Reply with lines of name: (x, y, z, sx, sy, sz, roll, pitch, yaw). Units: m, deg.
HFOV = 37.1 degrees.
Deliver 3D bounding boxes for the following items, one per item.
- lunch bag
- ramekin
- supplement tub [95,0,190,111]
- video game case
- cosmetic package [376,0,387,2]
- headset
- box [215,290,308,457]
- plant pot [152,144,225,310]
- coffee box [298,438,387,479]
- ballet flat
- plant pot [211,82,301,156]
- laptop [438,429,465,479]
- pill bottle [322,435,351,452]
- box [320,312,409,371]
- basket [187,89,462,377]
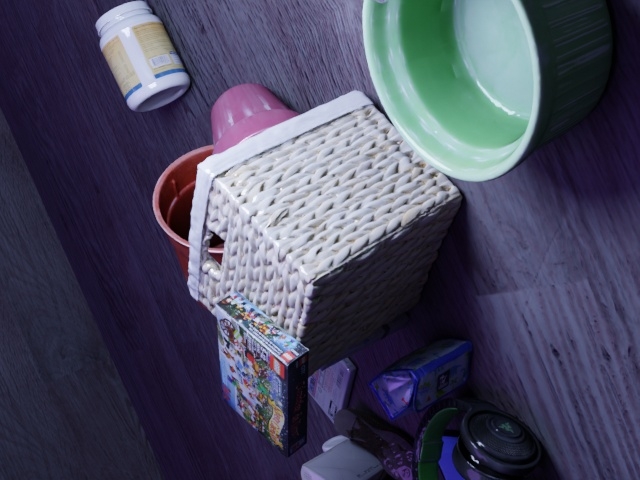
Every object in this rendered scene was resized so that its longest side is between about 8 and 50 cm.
lunch bag: (0.172, 0.222, 1.576, 0.096, 0.129, 0.151, 56, 149, 15)
ramekin: (0.201, -0.236, 1.146, 0.303, 0.148, 0.303, 40, 143, 39)
supplement tub: (-0.378, -0.389, 2.022, 0.199, 0.144, 0.144, 64, 152, 3)
video game case: (-0.001, 0.267, 2.023, 0.193, 0.023, 0.212, 47, 148, 30)
cosmetic package: (0.026, -0.416, 1.112, 0.296, 0.129, 0.153, -102, 31, -54)
headset: (0.288, 0.390, 1.492, 0.394, 0.185, 0.243, -159, 75, -64)
box: (-0.088, 0.206, 1.453, 0.159, 0.044, 0.233, 37, 144, 31)
plant pot: (-0.178, -0.003, 1.885, 0.272, 0.272, 0.265, 47, 155, 30)
coffee box: (0.023, 0.582, 1.954, 0.119, 0.168, 0.297, 24, 111, 30)
ballet flat: (0.126, 0.402, 1.886, 0.250, 0.058, 0.084, 24, 97, 44)
plant pot: (-0.110, -0.177, 1.700, 0.201, 0.201, 0.180, 96, 155, -44)
laptop: (0.241, 0.479, 1.650, 0.137, 0.264, 0.234, 33, 159, -18)
pill bottle: (0.053, 0.484, 2.057, 0.065, 0.065, 0.116, -8, 105, 61)
box: (0.039, 0.127, 1.668, 0.145, 0.186, 0.038, 53, 150, 23)
basket: (0.000, 0.000, 1.503, 0.266, 0.331, 0.328, 45, 147, 23)
